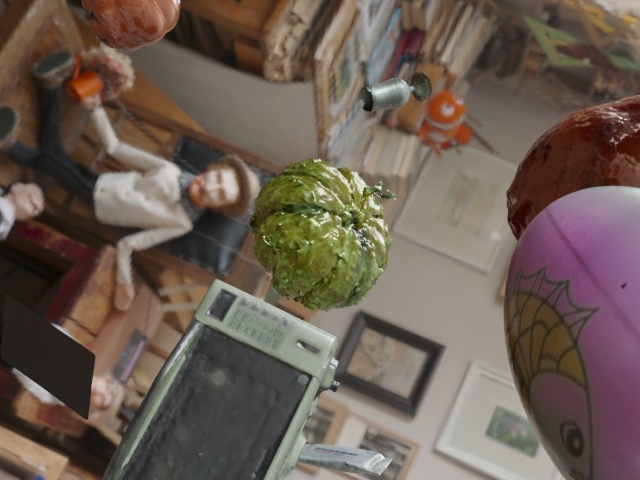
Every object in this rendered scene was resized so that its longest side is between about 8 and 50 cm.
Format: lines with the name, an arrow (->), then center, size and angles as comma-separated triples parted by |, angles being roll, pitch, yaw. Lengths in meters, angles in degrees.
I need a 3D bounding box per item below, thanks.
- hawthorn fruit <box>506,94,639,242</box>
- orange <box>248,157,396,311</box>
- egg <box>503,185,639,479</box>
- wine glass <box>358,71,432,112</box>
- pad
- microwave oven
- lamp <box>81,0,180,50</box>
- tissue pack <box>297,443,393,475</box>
hawthorn fruit -> 0.270, -0.031, 0.903 | 0.207, 0.207, 0.243 | -65, -160, -13
orange -> 0.000, 0.000, 1.795 | 0.223, 0.300, 0.301 | -34, -132, 46
egg -> 0.220, 0.074, 0.586 | 0.271, 0.196, 0.196 | -100, -157, -61
wine glass -> 0.087, -0.174, 1.078 | 0.083, 0.042, 0.039 | -16, 120, -29
pad -> -0.539, 0.227, 1.804 | 0.009, 0.265, 0.159 | -25, 136, -52
microwave oven -> -0.158, 0.310, 1.394 | 0.394, 0.247, 0.333 | -63, -179, -23
lamp -> -0.363, -0.453, 1.782 | 0.187, 0.188, 0.164 | -60, 139, -34
tissue pack -> 0.026, 0.394, 1.660 | 0.122, 0.193, 0.026 | 4, 92, -74
